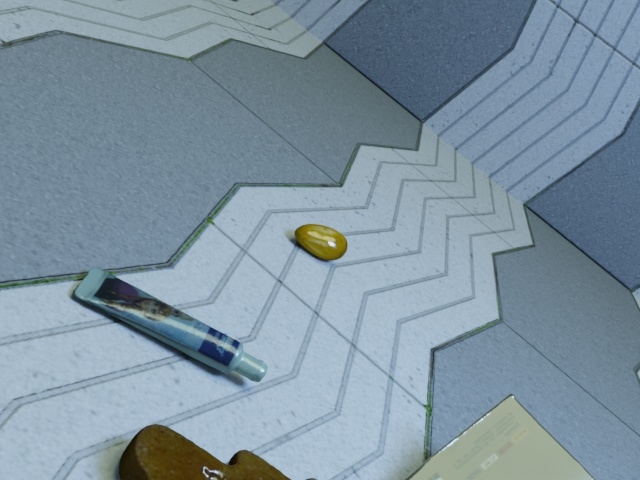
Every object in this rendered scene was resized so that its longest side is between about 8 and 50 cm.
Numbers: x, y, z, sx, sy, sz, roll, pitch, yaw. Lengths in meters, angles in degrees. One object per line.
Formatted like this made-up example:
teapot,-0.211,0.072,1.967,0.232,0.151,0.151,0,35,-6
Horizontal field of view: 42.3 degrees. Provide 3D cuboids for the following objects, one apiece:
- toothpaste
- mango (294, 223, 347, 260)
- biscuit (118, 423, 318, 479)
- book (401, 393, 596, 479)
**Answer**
toothpaste,-0.154,0.093,0.870,0.216,0.037,0.062,29,24,-7
mango,0.000,0.000,1.274,0.089,0.046,0.060,20,28,-27
biscuit,-0.034,0.272,0.673,0.301,0.043,0.278,17,27,-37
book,0.236,0.330,0.852,0.217,0.021,0.310,-29,64,-29
